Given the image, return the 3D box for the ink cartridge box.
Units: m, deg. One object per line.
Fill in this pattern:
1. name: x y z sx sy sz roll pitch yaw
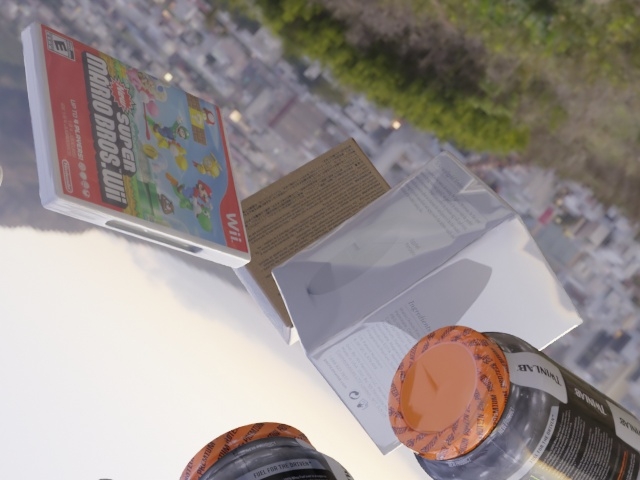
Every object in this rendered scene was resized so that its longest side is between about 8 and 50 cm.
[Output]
1. ink cartridge box: 0.000 0.000 1.627 0.193 0.234 0.088 55 164 18

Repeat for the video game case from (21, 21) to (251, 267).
1. video game case: -0.188 -0.093 1.253 0.285 0.025 0.204 21 -130 -51

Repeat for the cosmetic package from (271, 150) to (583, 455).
1. cosmetic package: 0.095 0.051 1.152 0.138 0.224 0.224 53 -177 -21

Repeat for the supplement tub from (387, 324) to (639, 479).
1. supplement tub: 0.143 0.138 0.848 0.190 0.117 0.117 33 -179 -37

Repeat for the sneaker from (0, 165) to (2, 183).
1. sneaker: -0.445 -0.161 1.265 0.292 0.110 0.118 50 158 10

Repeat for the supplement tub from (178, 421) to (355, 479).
1. supplement tub: -0.018 0.327 1.102 0.193 0.193 0.316 46 -173 -42

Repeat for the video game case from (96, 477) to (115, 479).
1. video game case: -0.330 0.490 1.422 0.036 0.300 0.329 3 -163 25
